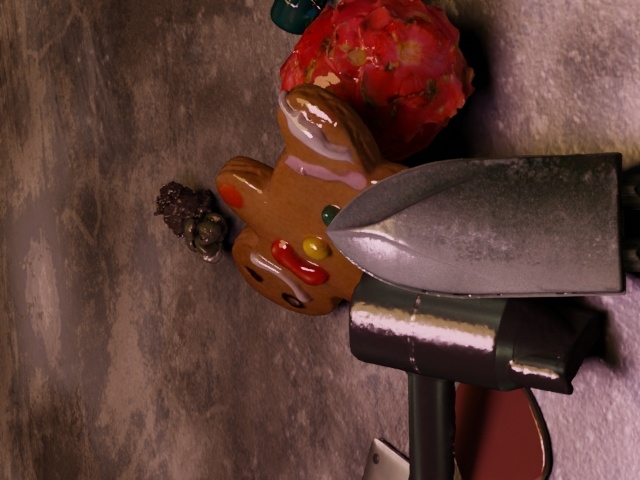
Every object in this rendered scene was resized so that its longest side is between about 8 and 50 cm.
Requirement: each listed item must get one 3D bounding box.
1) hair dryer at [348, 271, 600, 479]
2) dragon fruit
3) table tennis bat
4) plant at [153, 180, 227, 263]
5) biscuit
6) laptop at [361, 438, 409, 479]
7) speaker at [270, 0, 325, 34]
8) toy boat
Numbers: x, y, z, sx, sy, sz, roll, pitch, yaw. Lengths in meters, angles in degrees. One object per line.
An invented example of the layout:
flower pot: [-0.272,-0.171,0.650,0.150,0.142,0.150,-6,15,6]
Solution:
hair dryer: [0.163,0.180,1.473,0.244,0.116,0.303,12,119,28]
dragon fruit: [0.050,-0.171,1.581,0.268,0.205,0.210,-52,53,50]
table tennis bat: [0.207,0.255,1.510,0.138,0.022,0.247,-42,55,43]
plant: [-0.180,-0.027,1.981,0.174,0.087,0.085,46,154,49]
biscuit: [-0.001,0.001,1.598,0.283,0.064,0.432,38,150,-5]
laptop: [0.088,0.396,1.663,0.187,0.015,0.269,32,114,48]
speaker: [-0.020,-0.297,1.784,0.094,0.060,0.075,53,130,38]
toy boat: [0.162,-0.013,1.378,0.319,0.092,0.141,-1,87,10]
